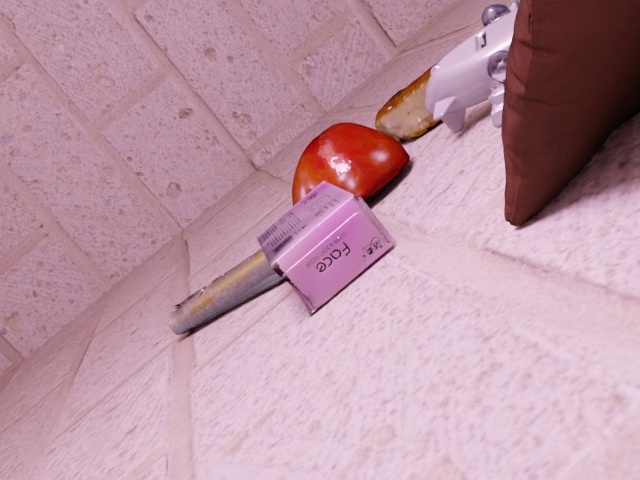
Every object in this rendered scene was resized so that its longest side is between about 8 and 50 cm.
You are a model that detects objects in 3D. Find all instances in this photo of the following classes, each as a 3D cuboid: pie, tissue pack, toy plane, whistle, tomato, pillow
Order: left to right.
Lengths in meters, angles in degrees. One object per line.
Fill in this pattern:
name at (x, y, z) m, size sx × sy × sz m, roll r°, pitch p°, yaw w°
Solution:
whistle at (-0.149, 0.083, 1.437) m, size 0.326 × 0.057 × 0.068 m, roll -30°, pitch 59°, yaw 38°
tissue pack at (0.000, 0.000, 1.195) m, size 0.148 × 0.092 × 0.246 m, roll -40°, pitch 12°, yaw -1°
tomato at (0.036, -0.127, 1.460) m, size 0.233 × 0.140 × 0.200 m, roll -27°, pitch 10°, yaw 48°
pie at (0.240, -0.311, 1.664) m, size 0.315 × 0.092 × 0.315 m, roll -38°, pitch 10°, yaw 8°
toy plane at (0.276, -0.276, 1.327) m, size 0.267 × 0.122 × 0.267 m, roll -36°, pitch 30°, yaw 25°
pillow at (0.271, -0.198, 0.797) m, size 0.305 × 0.108 × 0.308 m, roll -44°, pitch -30°, yaw -22°

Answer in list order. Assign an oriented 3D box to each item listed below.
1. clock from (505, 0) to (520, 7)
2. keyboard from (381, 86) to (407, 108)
clock at (0.444, -0.483, 1.739) m, size 0.170 × 0.069 × 0.232 m, roll -26°, pitch 16°, yaw 49°
keyboard at (0.223, -0.346, 1.962) m, size 0.381 × 0.041 × 0.103 m, roll -26°, pitch 17°, yaw 48°
